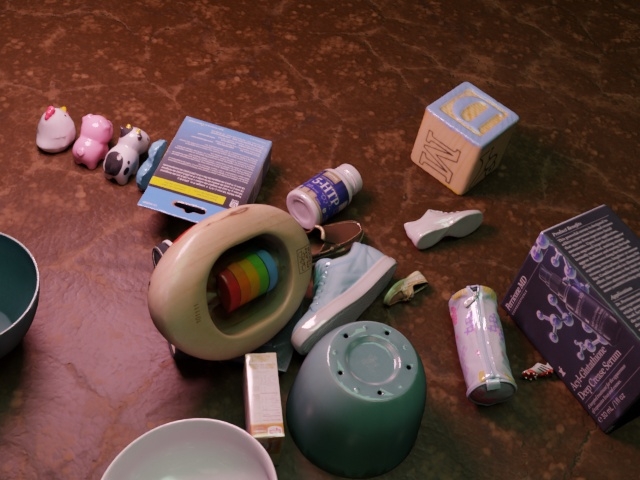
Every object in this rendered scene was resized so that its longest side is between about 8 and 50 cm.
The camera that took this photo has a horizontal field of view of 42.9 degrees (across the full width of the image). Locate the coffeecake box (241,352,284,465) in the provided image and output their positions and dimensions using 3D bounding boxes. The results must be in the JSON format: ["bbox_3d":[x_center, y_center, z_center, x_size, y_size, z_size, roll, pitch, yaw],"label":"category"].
[{"bbox_3d":[-0.120,0.345,1.659,0.068,0.142,0.185,-1,52,-10],"label":"coffeecake box"}]

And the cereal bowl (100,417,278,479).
[{"bbox_3d":[-0.235,0.505,1.490,0.339,0.141,0.339,-4,47,4],"label":"cereal bowl"}]

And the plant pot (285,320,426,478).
[{"bbox_3d":[0.086,0.304,1.670,0.293,0.235,0.293,5,52,-6],"label":"plant pot"}]

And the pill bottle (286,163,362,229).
[{"bbox_3d":[0.015,-0.118,2.077,0.112,0.112,0.187,40,56,21],"label":"pill bottle"}]

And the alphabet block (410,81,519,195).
[{"bbox_3d":[0.390,-0.278,2.218,0.192,0.197,0.193,-34,64,-32],"label":"alphabet block"}]

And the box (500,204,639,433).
[{"bbox_3d":[0.644,0.173,1.837,0.212,0.293,0.395,-20,57,-24],"label":"box"}]

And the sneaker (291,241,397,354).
[{"bbox_3d":[0.023,0.125,1.880,0.150,0.135,0.366,33,43,20],"label":"sneaker"}]

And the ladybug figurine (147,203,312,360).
[{"bbox_3d":[-0.191,0.080,1.715,0.162,0.305,0.449,3,16,39],"label":"ladybug figurine"}]

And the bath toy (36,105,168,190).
[{"bbox_3d":[-0.563,-0.257,2.076,0.348,0.129,0.151,20,51,7],"label":"bath toy"}]

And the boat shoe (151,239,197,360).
[{"bbox_3d":[-0.331,0.128,1.816,0.091,0.114,0.302,-13,54,-26],"label":"boat shoe"}]

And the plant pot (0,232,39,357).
[{"bbox_3d":[-0.719,0.147,1.678,0.290,0.195,0.290,5,51,-6],"label":"plant pot"}]

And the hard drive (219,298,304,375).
[{"bbox_3d":[-0.133,0.184,1.844,0.172,0.054,0.254,12,50,-1],"label":"hard drive"}]

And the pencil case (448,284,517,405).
[{"bbox_3d":[0.368,0.235,1.849,0.113,0.124,0.273,3,52,-8],"label":"pencil case"}]

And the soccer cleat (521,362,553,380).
[{"bbox_3d":[0.499,0.301,1.882,0.083,0.029,0.035,-3,43,-17],"label":"soccer cleat"}]

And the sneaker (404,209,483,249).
[{"bbox_3d":[0.317,-0.051,2.107,0.212,0.080,0.094,-16,44,-20],"label":"sneaker"}]

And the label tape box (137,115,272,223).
[{"bbox_3d":[-0.285,-0.140,2.044,0.241,0.106,0.333,17,51,3],"label":"label tape box"}]

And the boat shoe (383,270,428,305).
[{"bbox_3d":[0.207,0.120,1.959,0.135,0.050,0.045,-33,58,-31],"label":"boat shoe"}]

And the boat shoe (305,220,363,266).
[{"bbox_3d":[0.005,0.006,1.985,0.257,0.095,0.095,-28,61,-28],"label":"boat shoe"}]
